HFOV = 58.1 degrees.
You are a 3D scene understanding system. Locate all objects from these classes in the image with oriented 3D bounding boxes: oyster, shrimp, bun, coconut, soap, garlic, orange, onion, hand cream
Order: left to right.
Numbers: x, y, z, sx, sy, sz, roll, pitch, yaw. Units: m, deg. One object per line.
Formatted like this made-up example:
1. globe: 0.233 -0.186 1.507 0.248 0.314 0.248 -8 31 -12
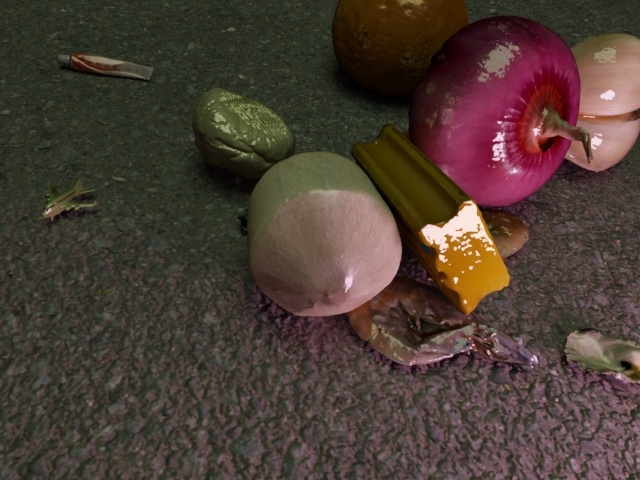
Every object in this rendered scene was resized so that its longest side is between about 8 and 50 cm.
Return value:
1. hand cream: -0.511 -0.412 1.369 0.216 0.038 0.052 6 73 -9
2. bun: -0.158 -0.198 1.144 0.220 0.134 0.220 27 28 -16
3. coconut: 0.000 0.000 0.896 0.237 0.237 0.266 -5 33 -14
4. orange: 0.197 -0.529 1.411 0.340 0.293 0.341 6 45 -6
5. soap: 0.171 -0.047 0.953 0.096 0.204 0.324 -32 35 3
6. shrimp: 0.184 0.148 0.920 0.316 0.062 0.164 22 51 18
7. shrimp: 0.279 0.004 1.073 0.145 0.061 0.267 32 52 33
8. onion: 0.361 -0.237 1.101 0.344 0.358 0.358 14 44 26
9. garlic: 0.605 -0.298 1.275 0.313 0.286 0.249 5 12 -17
10. oyster: 0.468 0.186 0.936 0.146 0.045 0.122 -11 52 -9

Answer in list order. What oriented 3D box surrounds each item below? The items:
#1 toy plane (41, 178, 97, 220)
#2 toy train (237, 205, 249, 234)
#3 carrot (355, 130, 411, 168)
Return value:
1. toy plane: -0.459 -0.072 1.038 0.102 0.040 0.111 20 47 12
2. toy train: -0.099 -0.029 1.057 0.103 0.044 0.064 29 38 18
3. carrot: 0.155 -0.184 1.230 0.067 0.067 0.225 38 50 25
